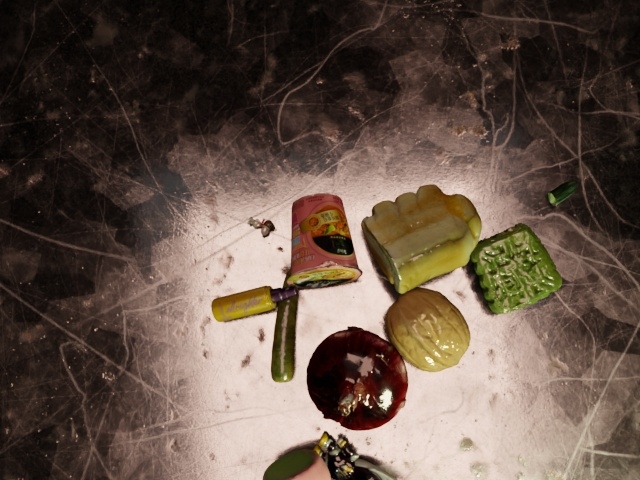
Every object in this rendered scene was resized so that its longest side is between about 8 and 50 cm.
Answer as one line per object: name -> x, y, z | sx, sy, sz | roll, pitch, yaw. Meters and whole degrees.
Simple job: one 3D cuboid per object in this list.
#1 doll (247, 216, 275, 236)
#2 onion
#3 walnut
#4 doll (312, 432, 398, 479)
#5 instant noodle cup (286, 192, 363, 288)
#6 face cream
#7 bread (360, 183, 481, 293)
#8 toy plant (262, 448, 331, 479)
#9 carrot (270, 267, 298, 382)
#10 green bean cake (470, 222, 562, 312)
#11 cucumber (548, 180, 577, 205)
doll -> -0.192, -0.053, 1.906 | 0.085, 0.040, 0.058 | 42, 95, 9
onion -> 0.100, 0.407, 1.698 | 0.313, 0.232, 0.314 | 2, 97, 16
walnut -> 0.317, 0.265, 1.729 | 0.225, 0.225, 0.261 | -40, 83, -4
doll -> 0.109, 0.705, 1.723 | 0.316, 0.103, 0.146 | 35, 78, 15
instant noodle cup -> 0.000, 0.000, 1.802 | 0.243, 0.244, 0.255 | -7, 72, 2
face cream -> -0.201, 0.187, 1.816 | 0.273, 0.078, 0.078 | -15, 79, 13
bread -> 0.319, -0.009, 1.779 | 0.341, 0.210, 0.301 | -27, 47, -7
toy plant -> -0.008, 0.785, 1.661 | 0.316, 0.210, 0.357 | -20, 88, 6
carrot -> -0.108, 0.262, 1.829 | 0.074, 0.074, 0.359 | 4, 79, 4
green bean cake -> 0.586, 0.082, 1.790 | 0.222, 0.125, 0.248 | -25, 80, -1
cucumber -> 0.775, -0.155, 1.862 | 0.105, 0.048, 0.048 | -33, 80, -7
